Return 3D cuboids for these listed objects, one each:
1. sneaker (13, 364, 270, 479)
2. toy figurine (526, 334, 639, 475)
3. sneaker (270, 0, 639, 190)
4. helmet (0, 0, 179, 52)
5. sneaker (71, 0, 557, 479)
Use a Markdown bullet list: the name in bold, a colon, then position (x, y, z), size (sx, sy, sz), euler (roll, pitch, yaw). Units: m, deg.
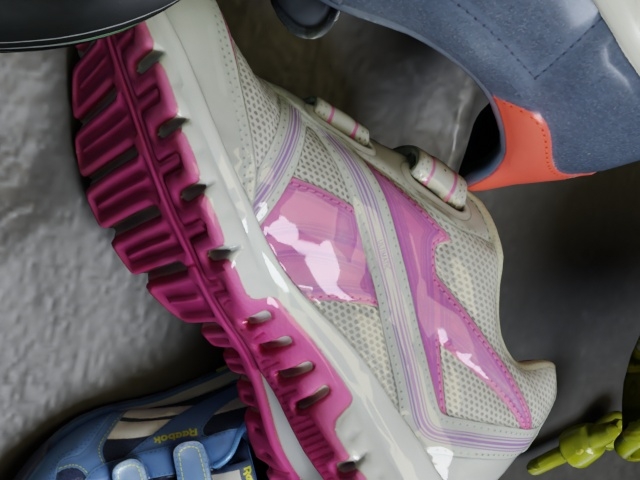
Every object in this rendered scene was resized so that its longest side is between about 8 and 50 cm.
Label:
- **sneaker**: position (-0.058, 0.092, 0.706), size (0.144, 0.059, 0.053), euler (-25, 123, -21)
- **toy figurine**: position (0.255, -0.033, 0.838), size (0.363, 0.191, 0.217), euler (-10, 84, -21)
- **sneaker**: position (0.019, -0.160, 0.621), size (0.148, 0.131, 0.350), euler (-24, 110, 29)
- **helmet**: position (-0.090, -0.136, 0.538), size (0.162, 0.169, 0.169), euler (-13, 117, -9)
- **sneaker**: position (0.000, 0.000, 0.663), size (0.111, 0.103, 0.252), euler (-37, 107, -25)
